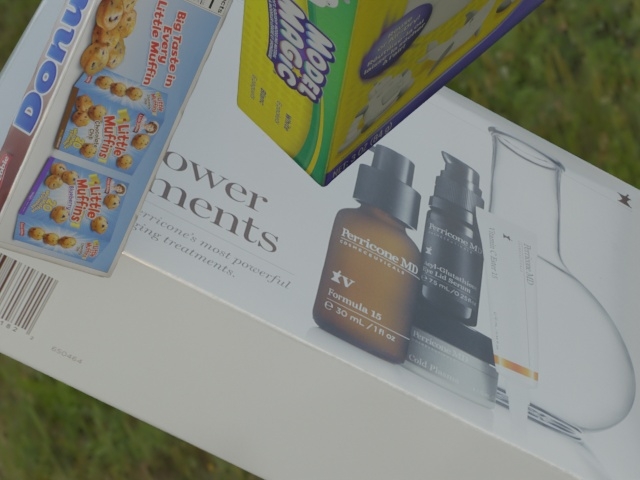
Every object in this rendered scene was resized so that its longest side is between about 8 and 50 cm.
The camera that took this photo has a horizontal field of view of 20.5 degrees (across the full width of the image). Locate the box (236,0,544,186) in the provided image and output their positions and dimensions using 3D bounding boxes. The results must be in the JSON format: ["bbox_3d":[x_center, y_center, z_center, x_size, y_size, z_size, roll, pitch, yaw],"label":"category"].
[{"bbox_3d":[0.031,-0.094,0.453,0.105,0.179,0.043,-41,74,-19],"label":"box"}]

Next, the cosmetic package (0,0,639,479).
[{"bbox_3d":[0.000,0.000,0.941,0.097,0.377,0.284,-57,12,32],"label":"cosmetic package"}]

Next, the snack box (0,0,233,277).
[{"bbox_3d":[-0.078,-0.074,0.715,0.022,0.064,0.178,30,98,46],"label":"snack box"}]
